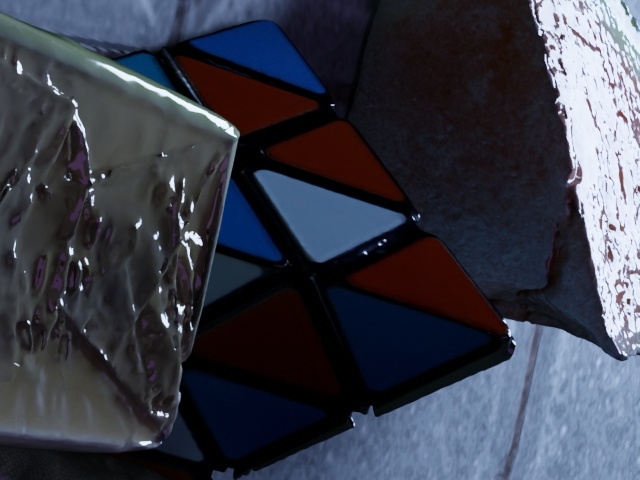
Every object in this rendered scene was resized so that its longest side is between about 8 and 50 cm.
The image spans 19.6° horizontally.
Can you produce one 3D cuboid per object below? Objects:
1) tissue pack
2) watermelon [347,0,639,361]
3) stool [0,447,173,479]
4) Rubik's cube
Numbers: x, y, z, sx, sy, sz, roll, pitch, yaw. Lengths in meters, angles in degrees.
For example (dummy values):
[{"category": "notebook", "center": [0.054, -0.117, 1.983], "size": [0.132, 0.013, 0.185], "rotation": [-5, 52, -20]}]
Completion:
[{"category": "tissue pack", "center": [-0.168, -0.021, 0.579], "size": [0.159, 0.234, 0.125], "rotation": [22, 82, -59]}, {"category": "watermelon", "center": [0.136, -0.033, 1.092], "size": [0.231, 0.193, 0.310], "rotation": [-57, 143, -30]}, {"category": "stool", "center": [-0.121, 0.253, 0.747], "size": [0.310, 0.226, 0.310], "rotation": [25, 90, -56]}, {"category": "Rubik's cube", "center": [0.000, 0.000, 0.855], "size": [0.250, 0.234, 0.284], "rotation": [-52, 140, -34]}]
